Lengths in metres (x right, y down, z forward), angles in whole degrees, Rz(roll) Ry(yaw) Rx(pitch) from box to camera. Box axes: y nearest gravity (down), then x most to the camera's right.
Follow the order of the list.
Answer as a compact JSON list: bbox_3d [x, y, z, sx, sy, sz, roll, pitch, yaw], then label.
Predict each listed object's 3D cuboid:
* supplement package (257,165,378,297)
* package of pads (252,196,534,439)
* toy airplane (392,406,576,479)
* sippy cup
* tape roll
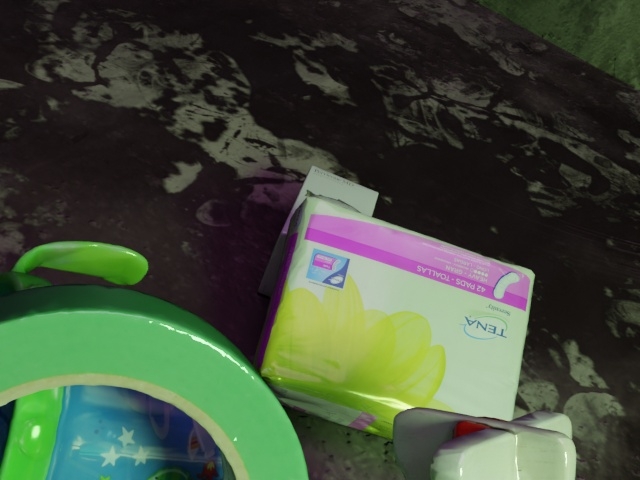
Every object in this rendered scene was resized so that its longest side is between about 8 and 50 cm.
[{"bbox_3d":[0.000,0.000,1.218,0.105,0.105,0.179,22,34,-1],"label":"supplement package"},{"bbox_3d":[0.085,0.107,1.049,0.297,0.101,0.229,17,68,-8],"label":"package of pads"},{"bbox_3d":[0.110,0.317,0.711,0.386,0.272,0.384,47,41,-25],"label":"toy airplane"},{"bbox_3d":[-0.189,0.160,0.809,0.224,0.305,0.240,15,-2,-31],"label":"sippy cup"},{"bbox_3d":[-0.168,0.193,0.637,0.321,0.321,0.077,10,8,-19],"label":"tape roll"}]
